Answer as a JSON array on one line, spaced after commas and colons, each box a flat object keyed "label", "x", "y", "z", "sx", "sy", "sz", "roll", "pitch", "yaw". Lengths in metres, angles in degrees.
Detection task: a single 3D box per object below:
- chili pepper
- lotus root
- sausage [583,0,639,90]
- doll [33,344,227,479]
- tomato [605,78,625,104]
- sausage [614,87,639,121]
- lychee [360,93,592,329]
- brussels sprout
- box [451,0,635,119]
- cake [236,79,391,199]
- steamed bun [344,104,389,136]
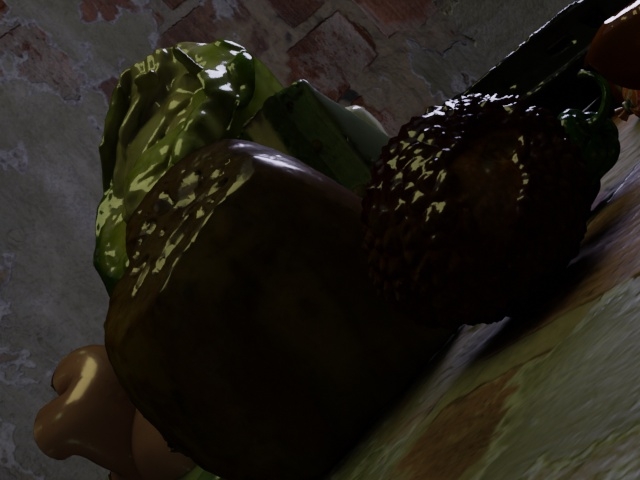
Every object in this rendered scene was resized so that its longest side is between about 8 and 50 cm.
[{"label": "chili pepper", "x": 0.197, "y": -0.042, "z": 1.293, "sx": 0.257, "sy": 0.074, "sz": 0.100, "roll": -49, "pitch": 15, "yaw": 49}, {"label": "lotus root", "x": -0.077, "y": 0.050, "z": 1.296, "sx": 0.316, "sy": 0.250, "sz": 0.316, "roll": -27, "pitch": 34, "yaw": 20}, {"label": "sausage", "x": 0.357, "y": -0.209, "z": 1.149, "sx": 0.097, "sy": 0.094, "sz": 0.348, "roll": -15, "pitch": -13, "yaw": -44}, {"label": "doll", "x": -0.142, "y": 0.176, "z": 1.482, "sx": 0.268, "sy": 0.216, "sz": 0.284, "roll": -32, "pitch": 35, "yaw": 47}, {"label": "tomato", "x": 0.332, "y": -0.178, "z": 1.457, "sx": 0.087, "sy": 0.075, "sz": 0.087, "roll": -41, "pitch": 0, "yaw": 0}, {"label": "sausage", "x": 0.411, "y": -0.231, "z": 1.321, "sx": 0.348, "sy": 0.053, "sz": 0.053, "roll": -43, "pitch": 3, "yaw": 14}, {"label": "lychee", "x": 0.120, "y": -0.014, "z": 1.127, "sx": 0.188, "sy": 0.188, "sz": 0.188, "roll": -44, "pitch": 3, "yaw": 2}, {"label": "brussels sprout", "x": -0.131, "y": -0.045, "z": 1.705, "sx": 0.276, "sy": 0.371, "sz": 0.315, "roll": -21, "pitch": -27, "yaw": 34}, {"label": "box", "x": 0.264, "y": -0.174, "z": 1.757, "sx": 0.290, "sy": 0.073, "sz": 0.289, "roll": -38, "pitch": -14, "yaw": -6}, {"label": "cake", "x": 0.052, "y": -0.045, "z": 1.558, "sx": 0.158, "sy": 0.283, "sz": 0.172, "roll": -42, "pitch": -11, "yaw": 34}, {"label": "steamed bun", "x": 0.000, "y": 0.000, "z": 2.001, "sx": 0.352, "sy": 0.247, "sz": 0.339, "roll": -16, "pitch": 41, "yaw": 47}]
